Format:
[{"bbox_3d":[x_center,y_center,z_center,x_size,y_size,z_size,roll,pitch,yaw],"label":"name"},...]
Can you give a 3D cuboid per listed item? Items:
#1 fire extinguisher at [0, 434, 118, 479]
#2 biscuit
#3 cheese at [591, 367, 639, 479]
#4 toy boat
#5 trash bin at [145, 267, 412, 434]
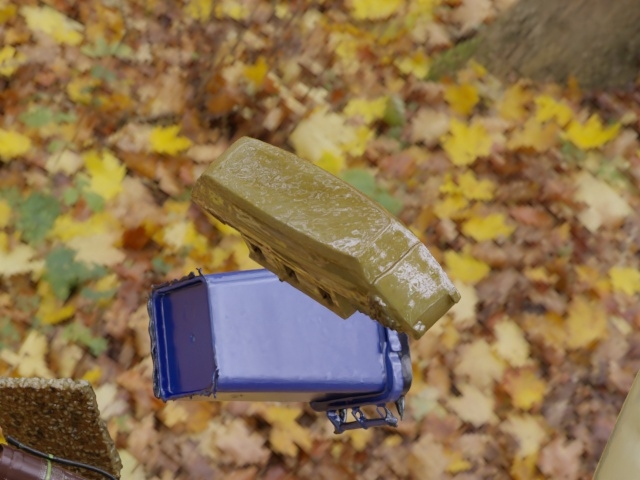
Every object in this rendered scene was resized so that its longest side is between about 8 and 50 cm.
[{"bbox_3d":[-0.213,0.208,1.137,0.132,0.039,0.056,28,75,-24],"label":"fire extinguisher"},{"bbox_3d":[-0.296,0.245,1.577,0.131,0.236,0.026,2,40,17],"label":"biscuit"},{"bbox_3d":[0.225,0.110,0.720,0.127,0.233,0.266,25,17,17],"label":"cheese"},{"bbox_3d":[0.000,0.000,0.797,0.057,0.077,0.200,-43,46,-18],"label":"toy boat"},{"bbox_3d":[-0.038,0.103,1.349,0.235,0.162,0.184,0,79,-36],"label":"trash bin"}]
